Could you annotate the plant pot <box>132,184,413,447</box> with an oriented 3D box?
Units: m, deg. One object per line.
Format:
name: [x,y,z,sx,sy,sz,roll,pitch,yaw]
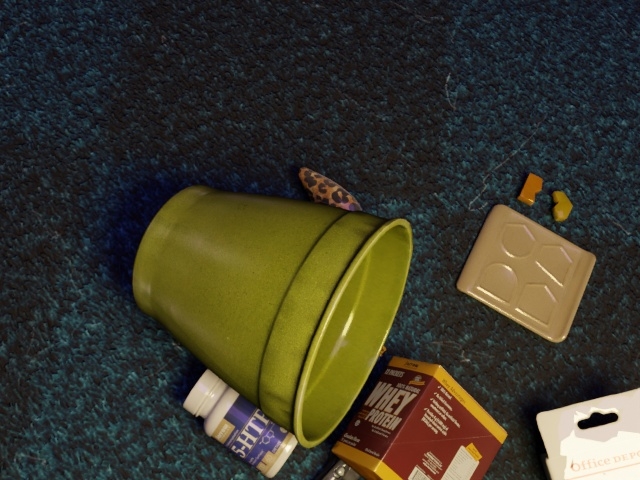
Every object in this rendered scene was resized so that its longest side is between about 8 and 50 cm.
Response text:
plant pot: [-0.091,0.079,1.081,0.352,0.366,0.367,22,67,20]

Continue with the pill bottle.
pill bottle: [-0.127,0.291,1.121,0.186,0.112,0.112,34,68,2]

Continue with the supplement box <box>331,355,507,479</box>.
supplement box: [0.163,0.329,1.116,0.191,0.129,0.194,45,69,-20]

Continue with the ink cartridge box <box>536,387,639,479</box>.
ink cartridge box: [0.507,0.445,1.151,0.207,0.119,0.354,-16,74,8]

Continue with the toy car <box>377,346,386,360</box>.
toy car: [0.145,0.238,1.243,0.122,0.060,0.041,46,113,24]

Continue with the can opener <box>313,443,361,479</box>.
can opener: [0.012,0.404,1.136,0.186,0.059,0.073,-41,83,-21]

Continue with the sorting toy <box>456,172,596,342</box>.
sorting toy: [0.427,0.025,1.364,0.229,0.041,0.307,28,68,5]

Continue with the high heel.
high heel: [0.000,0.000,1.259,0.186,0.093,0.261,-39,87,-21]
